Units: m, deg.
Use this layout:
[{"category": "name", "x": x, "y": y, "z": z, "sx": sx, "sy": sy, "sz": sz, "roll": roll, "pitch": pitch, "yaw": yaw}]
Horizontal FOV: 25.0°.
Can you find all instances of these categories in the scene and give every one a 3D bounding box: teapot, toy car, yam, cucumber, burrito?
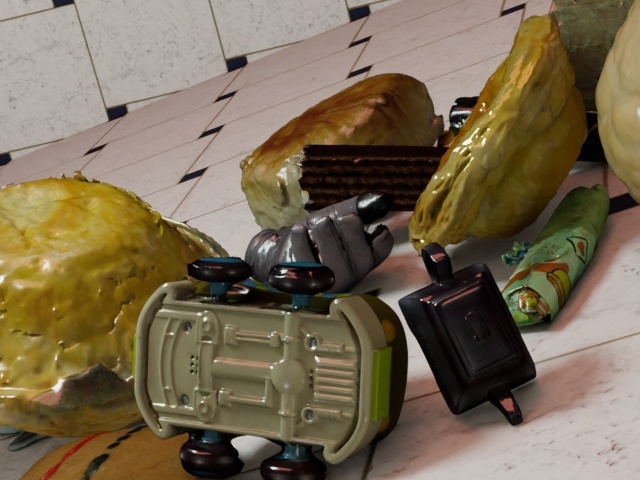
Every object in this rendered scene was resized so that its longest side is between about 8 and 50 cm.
[{"category": "teapot", "x": 0.133, "y": 0.082, "z": 1.274, "sx": 0.087, "sy": 0.177, "sz": 0.096, "roll": -24, "pitch": -9, "yaw": -4}, {"category": "toy car", "x": -0.030, "y": 0.114, "z": 1.360, "sx": 0.248, "sy": 0.204, "sz": 0.198, "roll": 4, "pitch": 4, "yaw": 25}, {"category": "yam", "x": 0.402, "y": -0.235, "z": 1.764, "sx": 0.268, "sy": 0.161, "sz": 0.161, "roll": 1, "pitch": 21, "yaw": 7}, {"category": "cucumber", "x": 0.279, "y": -0.140, "z": 1.835, "sx": 0.241, "sy": 0.074, "sz": 0.074, "roll": 11, "pitch": 35, "yaw": 35}, {"category": "burrito", "x": 0.234, "y": 0.017, "z": 1.518, "sx": 0.104, "sy": 0.054, "sz": 0.288, "roll": -15, "pitch": 20, "yaw": 35}]

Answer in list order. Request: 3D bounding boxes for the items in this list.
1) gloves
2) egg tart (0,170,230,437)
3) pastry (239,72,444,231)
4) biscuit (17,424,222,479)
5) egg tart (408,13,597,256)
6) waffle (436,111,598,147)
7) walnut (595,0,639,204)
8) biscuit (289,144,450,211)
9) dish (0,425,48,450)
[{"category": "gloves", "x": 0.005, "y": 0.006, "z": 1.743, "sx": 0.142, "sy": 0.119, "sz": 0.285, "roll": -58, "pitch": 14, "yaw": -20}, {"category": "egg tart", "x": -0.307, "y": 0.048, "z": 1.715, "sx": 0.443, "sy": 0.178, "sz": 0.443, "roll": -1, "pitch": 32, "yaw": 1}, {"category": "pastry", "x": 0.017, "y": -0.124, "z": 2.056, "sx": 0.330, "sy": 0.136, "sz": 0.329, "roll": -29, "pitch": 16, "yaw": 10}, {"category": "biscuit", "x": -0.232, "y": 0.258, "z": 1.396, "sx": 0.277, "sy": 0.052, "sz": 0.262, "roll": -10, "pitch": 21, "yaw": 38}, {"category": "egg tart", "x": 0.212, "y": -0.100, "z": 1.627, "sx": 0.319, "sy": 0.128, "sz": 0.319, "roll": -59, "pitch": 0, "yaw": 0}, {"category": "waffle", "x": 0.271, "y": -0.155, "z": 2.018, "sx": 0.243, "sy": 0.058, "sz": 0.238, "roll": -21, "pitch": 13, "yaw": -1}, {"category": "walnut", "x": 0.432, "y": -0.169, "z": 1.359, "sx": 0.381, "sy": 0.381, "sz": 0.381, "roll": -22, "pitch": 16, "yaw": 7}, {"category": "biscuit", "x": 0.085, "y": -0.080, "z": 1.829, "sx": 0.252, "sy": 0.070, "sz": 0.106, "roll": 1, "pitch": 13, "yaw": -2}, {"category": "dish", "x": -0.343, "y": 0.166, "z": 1.793, "sx": 0.224, "sy": 0.078, "sz": 0.246, "roll": -21, "pitch": 17, "yaw": 5}]
